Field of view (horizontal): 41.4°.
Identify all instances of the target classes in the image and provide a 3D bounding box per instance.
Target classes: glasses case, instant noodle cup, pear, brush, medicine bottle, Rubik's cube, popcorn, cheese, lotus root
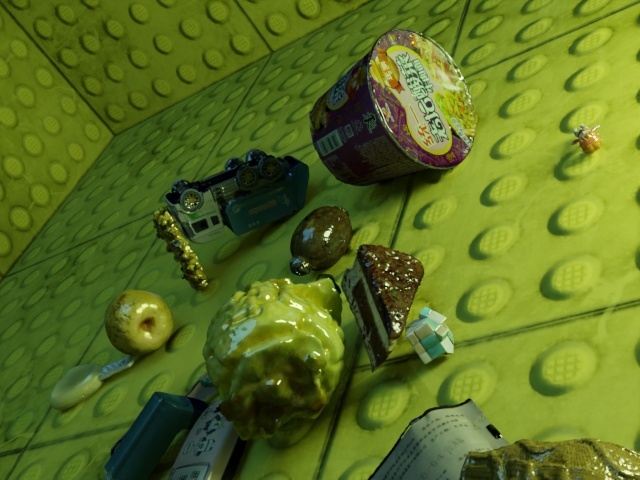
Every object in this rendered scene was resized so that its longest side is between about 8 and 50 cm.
[{"bbox_3d":[-0.209,0.409,1.525,0.122,0.075,0.314,-22,30,35],"label":"glasses case"},{"bbox_3d":[0.153,-0.279,1.952,0.266,0.340,0.340,-24,27,49],"label":"instant noodle cup"},{"bbox_3d":[-0.448,0.198,2.071,0.178,0.178,0.178,-30,27,17],"label":"pear"},{"bbox_3d":[-0.303,0.351,1.758,0.313,0.072,0.067,-41,12,-8],"label":"brush"},{"bbox_3d":[-0.332,0.408,1.666,0.258,0.124,0.079,-55,36,-6],"label":"medicine bottle"},{"bbox_3d":[0.188,0.156,1.433,0.073,0.075,0.084,-34,25,13],"label":"Rubik's cube"},{"bbox_3d":[-0.075,0.212,1.482,0.293,0.293,0.237,-39,28,-1],"label":"popcorn"},{"bbox_3d":[-0.562,0.340,2.118,0.255,0.050,0.127,-25,27,21],"label":"cheese"},{"bbox_3d":[0.000,0.000,1.874,0.120,0.120,0.209,-7,37,47],"label":"lotus root"}]

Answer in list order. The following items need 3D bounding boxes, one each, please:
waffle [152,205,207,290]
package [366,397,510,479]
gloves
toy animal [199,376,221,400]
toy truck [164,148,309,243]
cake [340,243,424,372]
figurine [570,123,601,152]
[{"bbox_3d":[-0.359,0.024,2.158,0.051,0.232,0.228,-31,46,-16],"label":"waffle"},{"bbox_3d":[0.155,0.343,1.192,0.251,0.062,0.204,-42,25,0],"label":"package"},{"bbox_3d":[0.299,0.303,0.932,0.356,0.155,0.203,-6,31,37],"label":"gloves"},{"bbox_3d":[-0.148,0.243,1.714,0.103,0.100,0.208,18,48,34],"label":"toy animal"},{"bbox_3d":[-0.207,-0.120,2.187,0.367,0.175,0.146,-22,21,-13],"label":"toy truck"},{"bbox_3d":[0.136,0.122,1.520,0.246,0.135,0.112,-110,34,-50],"label":"cake"},{"bbox_3d":[0.514,-0.199,1.632,0.064,0.047,0.109,-38,16,17],"label":"figurine"}]
